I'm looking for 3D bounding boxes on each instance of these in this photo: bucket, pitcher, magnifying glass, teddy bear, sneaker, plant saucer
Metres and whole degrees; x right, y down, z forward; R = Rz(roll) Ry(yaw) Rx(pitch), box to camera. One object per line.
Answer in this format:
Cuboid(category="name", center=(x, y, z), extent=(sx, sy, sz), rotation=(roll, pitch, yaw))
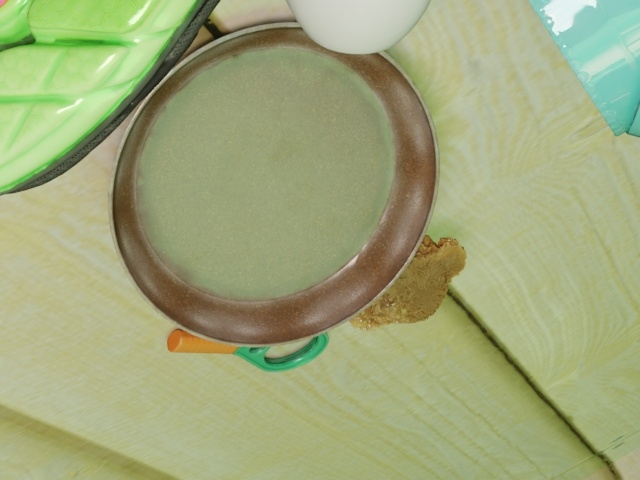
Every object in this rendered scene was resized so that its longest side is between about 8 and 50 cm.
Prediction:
Cuboid(category="bucket", center=(0.254, -0.228, 0.974), extent=(0.183, 0.281, 0.281), rotation=(-32, 149, 16))
Cuboid(category="pitcher", center=(0.005, -0.247, 0.910), extent=(0.178, 0.125, 0.207), rotation=(0, 134, -3))
Cuboid(category="magnifying glass", center=(-0.084, 0.125, 1.468), extent=(0.231, 0.026, 0.092), rotation=(8, 135, -42))
Cuboid(category="teddy bear", center=(0.000, 0.000, 1.274), extent=(0.338, 0.113, 0.245), rotation=(-2, 123, -36))
Cuboid(category="sneaker", center=(-0.054, -0.202, 0.706), extent=(0.483, 0.185, 0.202), rotation=(-52, 151, -11))
Cuboid(category="plant saucer", center=(-0.041, -0.051, 1.110), extent=(0.311, 0.050, 0.310), rotation=(-8, 116, -17))
